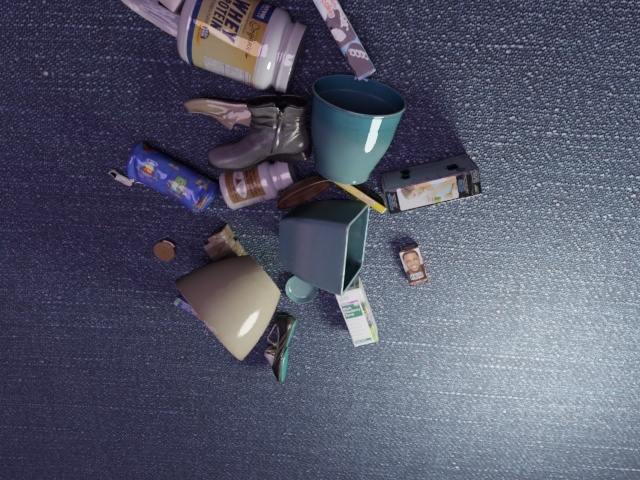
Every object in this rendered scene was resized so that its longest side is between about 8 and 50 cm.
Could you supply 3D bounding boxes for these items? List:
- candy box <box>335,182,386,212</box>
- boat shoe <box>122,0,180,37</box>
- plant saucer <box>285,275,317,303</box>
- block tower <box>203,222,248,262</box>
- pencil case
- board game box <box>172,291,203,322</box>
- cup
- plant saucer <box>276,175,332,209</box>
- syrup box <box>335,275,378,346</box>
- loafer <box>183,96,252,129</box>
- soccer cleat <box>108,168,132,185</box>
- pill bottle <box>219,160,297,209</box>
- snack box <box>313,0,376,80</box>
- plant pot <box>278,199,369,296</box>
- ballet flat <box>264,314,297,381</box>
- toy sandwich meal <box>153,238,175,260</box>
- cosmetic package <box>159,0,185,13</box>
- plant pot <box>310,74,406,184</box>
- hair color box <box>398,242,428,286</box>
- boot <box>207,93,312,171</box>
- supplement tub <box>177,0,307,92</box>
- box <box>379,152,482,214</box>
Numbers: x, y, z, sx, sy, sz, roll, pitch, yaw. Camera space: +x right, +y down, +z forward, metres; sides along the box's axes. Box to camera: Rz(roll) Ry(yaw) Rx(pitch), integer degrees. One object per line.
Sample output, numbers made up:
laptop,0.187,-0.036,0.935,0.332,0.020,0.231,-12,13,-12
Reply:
candy box,0.121,-0.166,1.580,0.206,0.105,0.027,32,107,-10
boat shoe,-0.483,-0.680,1.417,0.227,0.079,0.081,30,103,-14
plant saucer,-0.070,0.175,1.788,0.119,0.021,0.119,2,114,4
block tower,-0.289,0.109,1.737,0.091,0.097,0.335,-25,108,14
pencil case,-0.492,-0.201,1.596,0.306,0.119,0.133,27,89,-8
board game box,-0.426,0.239,1.778,0.201,0.136,0.035,36,112,-11
cup,-0.270,0.185,1.574,0.237,0.331,0.331,-39,108,-11
plant saucer,-0.057,-0.159,1.562,0.198,0.198,0.036,-27,83,14
syrup box,0.133,0.258,1.771,0.093,0.096,0.237,-16,113,11
loafer,-0.293,-0.393,1.510,0.268,0.102,0.092,6,109,0
soccer cleat,-0.682,-0.212,1.651,0.083,0.036,0.029,39,110,-12
pill bottle,-0.199,-0.191,1.576,0.229,0.131,0.131,-15,112,9
snack box,0.048,-0.608,1.346,0.060,0.187,0.322,-29,109,15
plant pot,0.000,0.000,1.594,0.252,0.247,0.248,12,115,17
ballet flat,-0.159,0.407,1.865,0.096,0.095,0.281,14,104,8
toy sandwich meal,-0.563,0.034,1.757,0.085,0.029,0.086,2,119,4
cosmetic package,-0.349,-0.782,1.317,0.129,0.153,0.296,39,109,-13
plant pot,0.092,-0.317,1.444,0.271,0.272,0.255,11,128,-1
hair color box,0.329,0.087,1.711,0.072,0.043,0.141,-17,111,12
boot,-0.196,-0.333,1.453,0.338,0.118,0.223,-11,143,-1
supplement tub,-0.214,-0.562,1.361,0.316,0.228,0.228,19,114,-5
box,0.340,-0.179,1.528,0.289,0.169,0.087,-12,115,8
